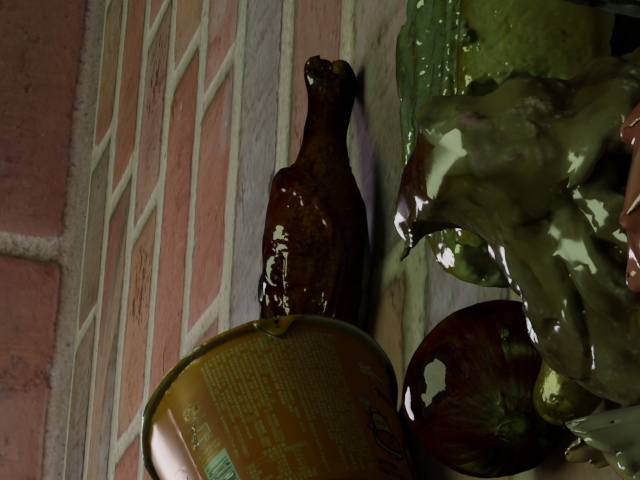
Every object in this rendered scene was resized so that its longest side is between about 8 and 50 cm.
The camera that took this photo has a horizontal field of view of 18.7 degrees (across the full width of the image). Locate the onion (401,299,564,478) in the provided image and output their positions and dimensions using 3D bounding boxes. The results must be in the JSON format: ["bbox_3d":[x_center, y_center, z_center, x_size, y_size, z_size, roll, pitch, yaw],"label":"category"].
[{"bbox_3d":[0.106,0.095,1.251,0.118,0.118,0.117,-150,65,-74],"label":"onion"}]

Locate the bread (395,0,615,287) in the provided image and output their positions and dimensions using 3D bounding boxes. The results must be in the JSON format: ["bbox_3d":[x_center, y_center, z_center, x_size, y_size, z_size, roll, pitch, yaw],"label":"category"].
[{"bbox_3d":[0.121,-0.099,1.250,0.186,0.124,0.257,107,167,-57],"label":"bread"}]

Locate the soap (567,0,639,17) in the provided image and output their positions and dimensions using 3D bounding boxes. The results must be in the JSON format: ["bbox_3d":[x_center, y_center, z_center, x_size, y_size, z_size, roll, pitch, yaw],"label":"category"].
[{"bbox_3d":[0.215,-0.343,0.996,0.261,0.156,0.446,-106,29,-55],"label":"soap"}]

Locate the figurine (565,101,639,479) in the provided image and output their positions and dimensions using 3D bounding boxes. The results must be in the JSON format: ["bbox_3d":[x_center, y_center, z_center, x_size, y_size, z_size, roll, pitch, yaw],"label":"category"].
[{"bbox_3d":[0.210,0.020,0.839,0.207,0.166,0.387,-15,59,36],"label":"figurine"}]

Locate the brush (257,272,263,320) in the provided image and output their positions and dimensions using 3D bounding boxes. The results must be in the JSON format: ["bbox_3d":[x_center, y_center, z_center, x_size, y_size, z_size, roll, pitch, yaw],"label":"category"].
[{"bbox_3d":[-0.062,0.068,2.073,0.024,0.008,0.083,125,151,-52],"label":"brush"}]

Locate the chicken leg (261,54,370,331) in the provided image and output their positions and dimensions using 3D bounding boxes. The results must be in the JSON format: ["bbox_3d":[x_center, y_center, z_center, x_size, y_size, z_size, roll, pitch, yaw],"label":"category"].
[{"bbox_3d":[0.000,0.000,1.743,0.158,0.096,0.407,84,-170,-67],"label":"chicken leg"}]

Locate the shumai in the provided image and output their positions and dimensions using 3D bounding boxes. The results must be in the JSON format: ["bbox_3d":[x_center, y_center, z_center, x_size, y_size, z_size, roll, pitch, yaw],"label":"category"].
[{"bbox_3d":[0.131,-0.015,1.081,0.166,0.175,0.206,170,107,-75],"label":"shumai"}]

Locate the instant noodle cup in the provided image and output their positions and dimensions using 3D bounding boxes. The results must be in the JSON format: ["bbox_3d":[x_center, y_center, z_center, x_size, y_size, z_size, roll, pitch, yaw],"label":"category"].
[{"bbox_3d":[-0.018,0.190,1.490,0.172,0.216,0.216,-115,36,-50],"label":"instant noodle cup"}]

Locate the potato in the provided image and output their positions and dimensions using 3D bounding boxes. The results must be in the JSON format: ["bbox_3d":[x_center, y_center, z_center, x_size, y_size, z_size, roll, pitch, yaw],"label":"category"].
[{"bbox_3d":[0.158,0.072,1.184,0.045,0.046,0.092,134,154,-65],"label":"potato"}]
